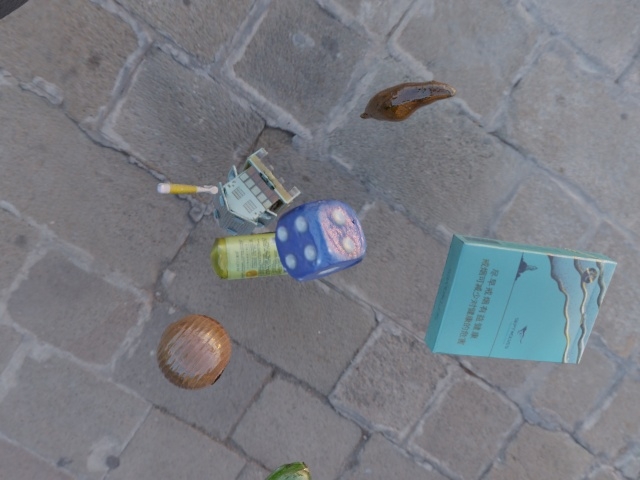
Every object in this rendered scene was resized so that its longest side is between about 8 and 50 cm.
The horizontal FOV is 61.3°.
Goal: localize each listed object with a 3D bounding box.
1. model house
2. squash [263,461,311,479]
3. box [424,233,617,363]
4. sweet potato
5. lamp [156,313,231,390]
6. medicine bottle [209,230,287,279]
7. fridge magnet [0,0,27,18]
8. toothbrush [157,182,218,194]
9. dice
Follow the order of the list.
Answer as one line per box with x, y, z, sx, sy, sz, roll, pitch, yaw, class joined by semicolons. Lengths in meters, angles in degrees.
-0.214;-0.129;1.647;0.215;0.224;0.198;-39;93;-19;model house
-0.097;0.458;0.894;0.219;0.068;0.077;-52;129;-5;squash
0.269;0.084;0.734;0.229;0.041;0.162;6;109;-13;box
0.234;-0.412;1.620;0.112;0.359;0.112;2;87;-35;sweet potato
-0.225;0.198;0.963;0.136;0.136;0.137;-1;99;-7;lamp
-0.172;0.040;1.436;0.238;0.124;0.124;-5;99;-12;medicine bottle
-0.661;-0.551;1.067;0.363;0.363;0.155;-41;112;0;fridge magnet
-0.268;-0.105;1.098;0.024;0.288;0.021;7;96;8;toothbrush
0.000;0.000;1.137;0.143;0.146;0.146;-4;75;-47;dice
